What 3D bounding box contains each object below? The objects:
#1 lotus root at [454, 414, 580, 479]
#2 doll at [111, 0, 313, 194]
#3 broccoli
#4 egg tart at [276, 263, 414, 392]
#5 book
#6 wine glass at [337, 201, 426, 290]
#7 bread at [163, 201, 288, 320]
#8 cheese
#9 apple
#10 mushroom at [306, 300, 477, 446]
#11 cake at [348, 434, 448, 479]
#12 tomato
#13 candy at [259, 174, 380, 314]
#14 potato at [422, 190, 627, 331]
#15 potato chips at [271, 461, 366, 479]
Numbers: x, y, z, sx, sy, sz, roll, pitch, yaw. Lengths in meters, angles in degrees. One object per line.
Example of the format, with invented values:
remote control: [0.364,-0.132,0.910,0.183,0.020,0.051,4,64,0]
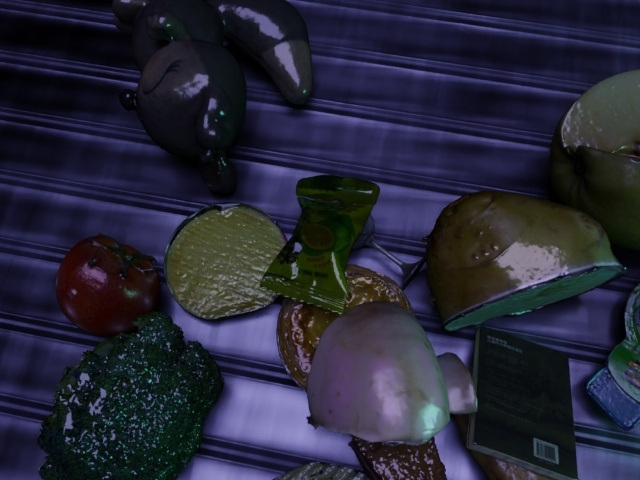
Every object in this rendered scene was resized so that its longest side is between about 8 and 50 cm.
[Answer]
lotus root: [0.300,0.333,0.915,0.110,0.097,0.258,-20,57,-31]
doll: [-0.172,-0.306,1.097,0.379,0.252,0.382,-22,76,-7]
broccoli: [-0.293,0.254,0.905,0.294,0.265,0.245,-44,41,-13]
egg tart: [0.042,0.152,0.990,0.234,0.094,0.234,1,69,-2]
book: [0.310,0.241,0.928,0.160,0.024,0.228,19,42,2]
wine glass: [0.086,0.000,1.056,0.195,0.079,0.079,37,74,14]
bread: [-0.164,0.037,1.071,0.229,0.033,0.228,0,67,0]
cheese: [0.566,0.169,0.976,0.320,0.083,0.204,-38,72,-13]
apple: [0.521,-0.113,1.001,0.258,0.233,0.295,-5,51,-5]
mushroom: [0.110,0.178,0.846,0.236,0.162,0.173,-1,90,-14]
cake: [0.159,0.387,0.883,0.113,0.116,0.295,-27,72,-17]
tomato: [-0.349,0.080,1.001,0.167,0.167,0.167,0,69,1]
candy: [0.000,0.000,0.989,0.149,0.069,0.246,9,53,16]
potato: [0.311,0.010,0.962,0.300,0.246,0.196,-11,72,-9]
potato chips: [-0.033,0.394,0.930,0.207,0.028,0.092,-34,77,-7]
